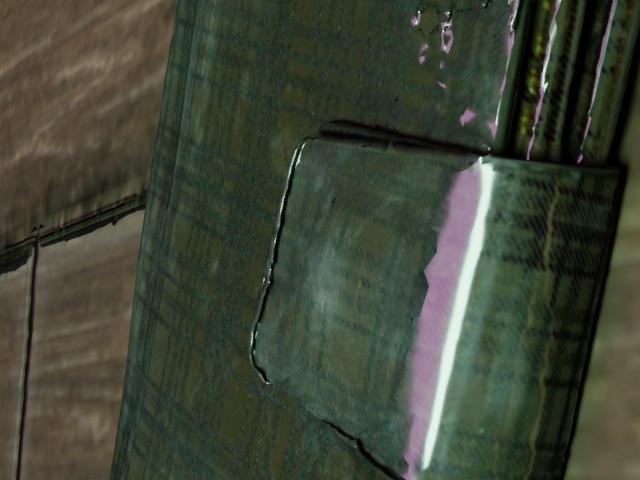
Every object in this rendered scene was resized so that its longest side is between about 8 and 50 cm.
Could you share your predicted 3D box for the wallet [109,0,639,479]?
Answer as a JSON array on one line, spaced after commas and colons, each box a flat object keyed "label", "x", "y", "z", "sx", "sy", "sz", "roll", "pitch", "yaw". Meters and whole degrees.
[{"label": "wallet", "x": -0.001, "y": 0.000, "z": 0.379, "sx": 0.169, "sy": 0.044, "sz": 0.317, "roll": 25, "pitch": 106, "yaw": 61}]
